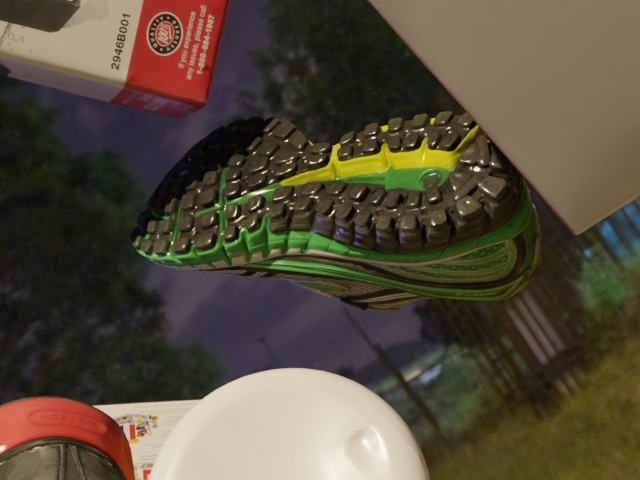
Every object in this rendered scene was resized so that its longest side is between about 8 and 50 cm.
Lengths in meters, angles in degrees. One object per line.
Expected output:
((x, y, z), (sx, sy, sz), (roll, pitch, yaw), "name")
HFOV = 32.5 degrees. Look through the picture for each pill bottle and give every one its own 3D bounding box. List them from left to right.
((-0.005, 0.158, 0.516), (0.117, 0.117, 0.215), (-28, -34, -13), "pill bottle")

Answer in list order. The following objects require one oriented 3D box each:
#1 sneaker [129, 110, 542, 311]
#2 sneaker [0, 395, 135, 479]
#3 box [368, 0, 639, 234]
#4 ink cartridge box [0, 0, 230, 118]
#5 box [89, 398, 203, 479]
((0.000, 0.000, 0.826), (0.146, 0.343, 0.134), (56, -131, -42), "sneaker")
((-0.139, 0.214, 0.478), (0.097, 0.276, 0.135), (12, 7, -23), "sneaker")
((0.102, -0.210, 0.641), (0.168, 0.345, 0.215), (-36, 27, 21), "box")
((-0.204, -0.220, 0.812), (0.272, 0.197, 0.114), (12, -2, -16), "ink cartridge box")
((-0.152, 0.199, 0.954), (0.207, 0.114, 0.036), (-1, -22, -13), "box")
